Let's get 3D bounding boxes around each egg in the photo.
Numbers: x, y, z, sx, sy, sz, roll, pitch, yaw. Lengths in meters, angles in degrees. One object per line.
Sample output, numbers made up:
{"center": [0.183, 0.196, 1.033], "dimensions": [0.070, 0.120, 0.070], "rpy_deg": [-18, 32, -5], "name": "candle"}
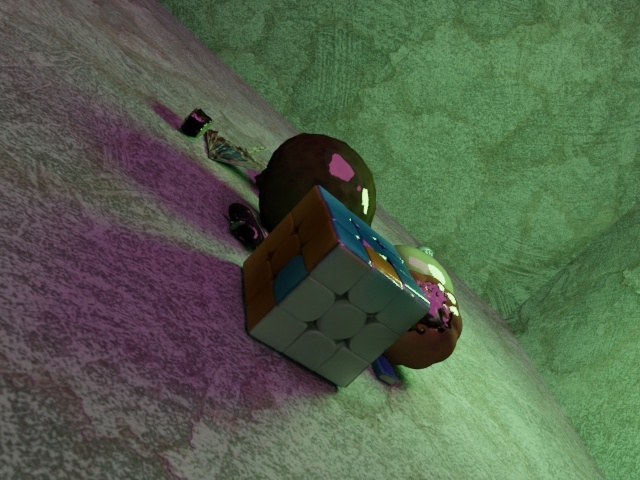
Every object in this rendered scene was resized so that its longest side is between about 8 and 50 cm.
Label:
{"center": [0.340, 0.164, 1.989], "dimensions": [0.352, 0.258, 0.258], "rpy_deg": [41, 15, -12], "name": "egg"}

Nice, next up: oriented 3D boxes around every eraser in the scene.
{"center": [0.170, 0.350, 1.471], "dimensions": [0.063, 0.027, 0.084], "rpy_deg": [34, 19, -31], "name": "eraser"}

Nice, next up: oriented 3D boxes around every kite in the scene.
{"center": [-0.298, -0.326, 1.961], "dimensions": [0.406, 0.014, 0.368], "rpy_deg": [33, 26, 14], "name": "kite"}

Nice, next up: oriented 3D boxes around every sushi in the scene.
{"center": [-0.427, -0.404, 1.850], "dimensions": [0.078, 0.090, 0.150], "rpy_deg": [44, 13, -14], "name": "sushi"}

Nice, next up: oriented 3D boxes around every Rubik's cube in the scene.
{"center": [0.021, 0.102, 1.240], "dimensions": [0.290, 0.291, 0.291], "rpy_deg": [37, 17, -27], "name": "Rubik's cube"}

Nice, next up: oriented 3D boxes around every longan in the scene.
{"center": [-0.020, -0.121, 1.617], "dimensions": [0.391, 0.391, 0.391], "rpy_deg": [40, 15, -13], "name": "longan"}

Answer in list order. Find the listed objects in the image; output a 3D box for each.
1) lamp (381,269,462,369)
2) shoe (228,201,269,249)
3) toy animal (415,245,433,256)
{"center": [0.268, 0.242, 1.614], "dimensions": [0.305, 0.239, 0.305], "rpy_deg": [7, 60, -12], "name": "lamp"}
{"center": [-0.211, -0.040, 1.465], "dimensions": [0.169, 0.071, 0.099], "rpy_deg": [52, 19, 17], "name": "shoe"}
{"center": [0.409, 0.145, 2.393], "dimensions": [0.210, 0.229, 0.221], "rpy_deg": [0, -5, -31], "name": "toy animal"}
